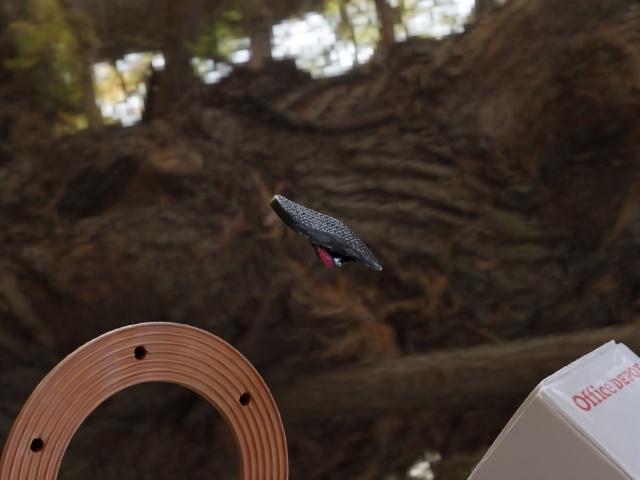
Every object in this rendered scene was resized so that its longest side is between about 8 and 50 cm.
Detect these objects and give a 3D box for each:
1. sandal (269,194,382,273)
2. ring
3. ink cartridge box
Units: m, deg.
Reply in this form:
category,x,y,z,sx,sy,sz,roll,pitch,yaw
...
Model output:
category,x,y,z,sx,sy,sz,roll,pitch,yaw
sandal,0.000,0.000,1.540,0.040,0.179,0.067,-50,-133,13
ring,-0.175,0.249,1.438,0.032,0.336,0.337,2,-77,52
ink cartridge box,0.282,0.229,1.144,0.283,0.207,0.117,43,-65,18
